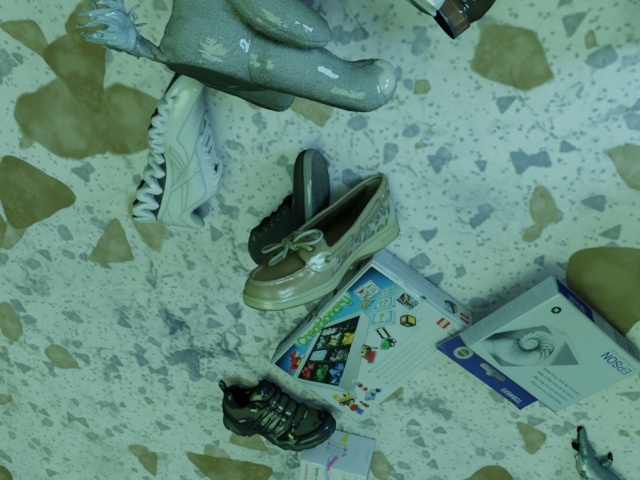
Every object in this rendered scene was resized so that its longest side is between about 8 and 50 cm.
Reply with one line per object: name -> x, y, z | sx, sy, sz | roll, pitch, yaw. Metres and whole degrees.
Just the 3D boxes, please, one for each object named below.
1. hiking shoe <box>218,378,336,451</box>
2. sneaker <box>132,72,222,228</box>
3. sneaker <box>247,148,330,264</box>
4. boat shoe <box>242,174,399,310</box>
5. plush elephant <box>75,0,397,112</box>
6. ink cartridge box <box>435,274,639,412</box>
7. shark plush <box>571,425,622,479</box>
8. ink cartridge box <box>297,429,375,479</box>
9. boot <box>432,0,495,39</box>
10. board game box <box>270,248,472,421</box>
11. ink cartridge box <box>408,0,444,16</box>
hiking shoe -> -0.084, 0.315, 1.298 | 0.226, 0.086, 0.114 | 3, 127, 17
sneaker -> -0.193, -0.128, 1.031 | 0.118, 0.110, 0.292 | 20, 135, -5
sneaker -> -0.053, -0.037, 1.054 | 0.118, 0.083, 0.222 | 11, 123, 16
boat shoe -> 0.000, 0.000, 0.952 | 0.104, 0.285, 0.089 | 13, 124, 37
plush elephant -> -0.088, -0.305, 0.802 | 0.329, 0.271, 0.256 | 12, 93, -28
ink cartridge box -> 0.327, 0.177, 1.066 | 0.223, 0.045, 0.224 | 36, 125, -24
shark plush -> 0.470, 0.381, 1.208 | 0.067, 0.073, 0.161 | -26, 92, 9
ink cartridge box -> 0.022, 0.421, 1.334 | 0.143, 0.090, 0.092 | 12, 126, 9
boot -> 0.133, -0.351, 0.804 | 0.106, 0.082, 0.219 | -35, 101, 8
board game box -> 0.076, 0.163, 1.165 | 0.193, 0.053, 0.305 | 36, 126, -9
ink cartridge box -> 0.139, -0.364, 0.642 | 0.121, 0.211, 0.289 | 34, 107, -7
